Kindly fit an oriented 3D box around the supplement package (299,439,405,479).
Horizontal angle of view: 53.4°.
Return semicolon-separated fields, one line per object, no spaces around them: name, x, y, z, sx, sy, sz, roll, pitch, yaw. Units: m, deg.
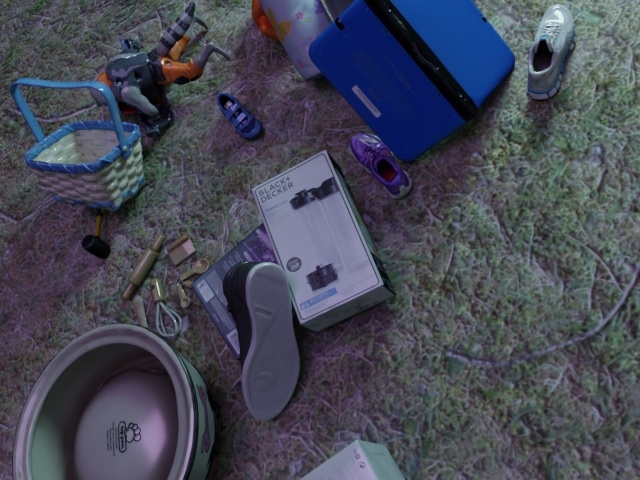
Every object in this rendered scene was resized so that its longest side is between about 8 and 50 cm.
supplement package;0.017;0.438;0.990;0.244;0.139;0.133;-38;58;9

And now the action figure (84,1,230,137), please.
action figure;-0.415;-0.438;1.522;0.330;0.178;0.341;-32;62;0

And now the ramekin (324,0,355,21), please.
ramekin;0.105;-0.479;1.277;0.109;0.207;0.207;-43;58;-6

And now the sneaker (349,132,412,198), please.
sneaker;0.113;-0.156;1.218;0.068;0.071;0.170;-43;58;5

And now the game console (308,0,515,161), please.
game console;0.173;-0.342;1.187;0.250;0.293;0.173;-35;14;35

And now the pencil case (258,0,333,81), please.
pencil case;-0.042;-0.468;1.313;0.124;0.273;0.113;-36;13;-19

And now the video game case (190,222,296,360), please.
video game case;-0.105;0.074;1.249;0.274;0.026;0.196;-40;63;5

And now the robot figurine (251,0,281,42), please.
robot figurine;-0.090;-0.558;1.439;0.128;0.158;0.219;-2;68;1

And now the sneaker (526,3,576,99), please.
sneaker;0.415;-0.355;1.149;0.072;0.083;0.190;7;72;29

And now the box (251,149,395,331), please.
box;0.000;0.000;1.168;0.169;0.087;0.289;-26;65;12

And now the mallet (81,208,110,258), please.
mallet;-0.512;-0.043;1.493;0.039;0.062;0.189;-17;49;17

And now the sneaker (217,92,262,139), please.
sneaker;-0.184;-0.277;1.412;0.053;0.059;0.144;-45;60;1

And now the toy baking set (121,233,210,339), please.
toy baking set;-0.336;0.105;1.349;0.197;0.030;0.256;32;86;31

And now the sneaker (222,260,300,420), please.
sneaker;-0.112;0.170;1.163;0.147;0.105;0.295;-156;62;-64

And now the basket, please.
basket;-0.532;-0.219;1.407;0.255;0.288;0.201;10;46;21

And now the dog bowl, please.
dog bowl;-0.365;0.370;1.191;0.408;0.150;0.407;-9;66;22
